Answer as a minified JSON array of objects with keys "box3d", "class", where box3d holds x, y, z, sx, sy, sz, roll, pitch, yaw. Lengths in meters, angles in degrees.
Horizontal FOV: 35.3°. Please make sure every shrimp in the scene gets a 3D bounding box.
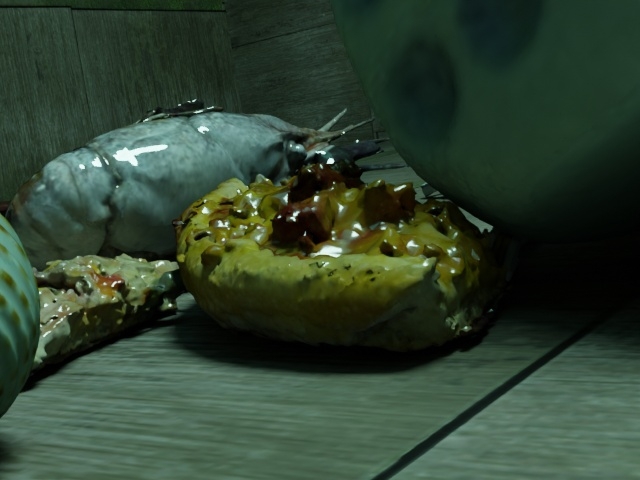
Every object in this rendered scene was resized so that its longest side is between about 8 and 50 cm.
[{"box3d":[-0.077,-0.034,0.769,0.343,0.145,0.116,-18,37,-30],"class":"shrimp"}]

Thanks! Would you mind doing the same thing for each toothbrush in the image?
[{"box3d":[0.150,-0.018,0.726,0.025,0.030,0.342,19,15,15],"class":"toothbrush"}]

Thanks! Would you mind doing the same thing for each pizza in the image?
[{"box3d":[0.000,0.000,0.566,0.161,0.086,0.305,-10,9,-20],"class":"pizza"},{"box3d":[-0.167,0.042,0.578,0.185,0.052,0.195,-13,8,-5],"class":"pizza"}]

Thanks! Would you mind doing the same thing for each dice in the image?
[{"box3d":[0.176,-0.170,0.543,0.262,0.265,0.268,-8,-23,-32],"class":"dice"}]

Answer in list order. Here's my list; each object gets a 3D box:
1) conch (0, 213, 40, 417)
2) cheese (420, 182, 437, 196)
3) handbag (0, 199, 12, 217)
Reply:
[{"box3d":[-0.185,0.032,0.351,0.172,0.131,0.200,-10,7,-19],"class":"conch"},{"box3d":[0.183,-0.087,1.015,0.163,0.082,0.286,-27,-1,-28],"class":"cheese"},{"box3d":[-0.273,-0.029,1.167,0.260,0.084,0.275,-10,6,10],"class":"handbag"}]
